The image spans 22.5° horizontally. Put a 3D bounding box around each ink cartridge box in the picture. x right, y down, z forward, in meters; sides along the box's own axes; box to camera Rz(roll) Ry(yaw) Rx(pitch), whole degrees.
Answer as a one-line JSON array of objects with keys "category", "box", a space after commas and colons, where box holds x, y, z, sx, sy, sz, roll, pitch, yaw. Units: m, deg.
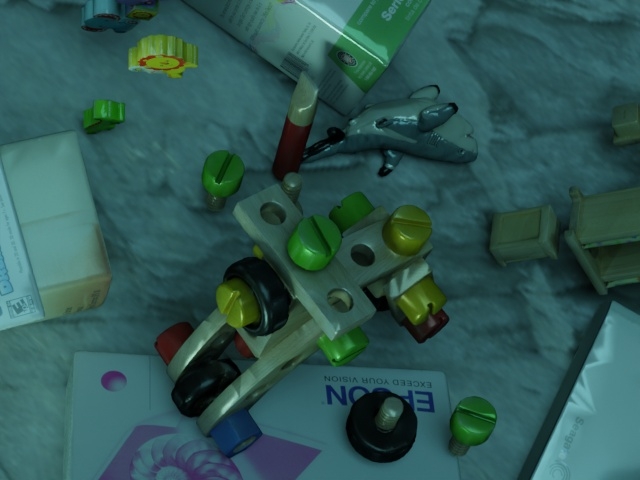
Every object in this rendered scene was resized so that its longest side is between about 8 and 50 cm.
[{"category": "ink cartridge box", "box": [-0.042, 0.241, 1.275, 0.324, 0.071, 0.330, 4, 48, -12]}, {"category": "ink cartridge box", "box": [-0.025, -0.221, 1.392, 0.212, 0.154, 0.093, 33, 74, -4]}]

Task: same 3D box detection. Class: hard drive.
[{"category": "hard drive", "box": [0.348, 0.216, 1.450, 0.307, 0.040, 0.203, 29, 75, -6]}]

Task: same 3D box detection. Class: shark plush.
[{"category": "shark plush", "box": [0.063, -0.087, 1.441, 0.161, 0.073, 0.067, -16, 113, -19]}]

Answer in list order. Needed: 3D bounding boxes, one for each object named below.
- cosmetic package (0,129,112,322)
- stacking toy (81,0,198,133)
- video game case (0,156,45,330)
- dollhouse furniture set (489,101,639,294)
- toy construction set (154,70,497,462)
[{"category": "cosmetic package", "box": [-0.328, 0.017, 1.289, 0.296, 0.153, 0.129, -13, 82, -12]}, {"category": "stacking toy", "box": [-0.163, -0.196, 1.329, 0.052, 0.221, 0.167, 5, 76, -27]}, {"category": "video game case", "box": [-0.298, 0.003, 1.211, 0.143, 0.019, 0.157, -15, 84, -14]}, {"category": "dollhouse furniture set", "box": [0.265, -0.040, 1.469, 0.182, 0.101, 0.161, -10, 50, 28]}, {"category": "toy construction set", "box": [0.000, 0.000, 1.267, 0.257, 0.237, 0.308, -5, 59, -15]}]
